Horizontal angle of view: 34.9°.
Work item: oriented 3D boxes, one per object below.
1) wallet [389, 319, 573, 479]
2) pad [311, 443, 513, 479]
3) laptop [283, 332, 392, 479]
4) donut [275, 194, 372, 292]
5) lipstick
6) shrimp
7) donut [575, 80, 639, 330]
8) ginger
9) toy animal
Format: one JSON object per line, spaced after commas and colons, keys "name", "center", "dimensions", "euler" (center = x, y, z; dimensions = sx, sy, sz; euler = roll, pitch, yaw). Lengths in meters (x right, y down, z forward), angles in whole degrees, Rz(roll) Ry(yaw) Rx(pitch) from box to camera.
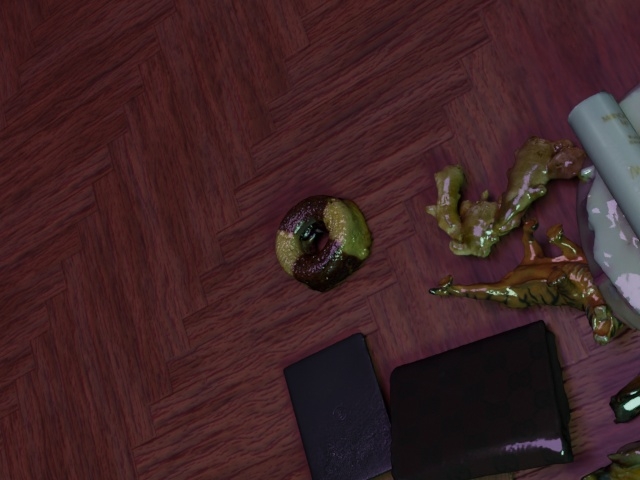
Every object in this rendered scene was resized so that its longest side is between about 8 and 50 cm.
{"name": "wallet", "center": [0.190, 0.209, 1.260], "dimensions": [0.229, 0.049, 0.182], "euler": [-19, 54, 25]}
{"name": "pad", "center": [0.123, 0.398, 1.288], "dimensions": [0.284, 0.018, 0.286], "euler": [-15, 73, 26]}
{"name": "laptop", "center": [0.029, 0.234, 1.368], "dimensions": [0.135, 0.016, 0.197], "euler": [-27, 60, 20]}
{"name": "donut", "center": [0.000, 0.000, 1.429], "dimensions": [0.140, 0.059, 0.140], "euler": [-10, 71, 29]}
{"name": "lipstick", "center": [0.344, -0.039, 1.069], "dimensions": [0.059, 0.059, 0.264], "euler": [-34, 62, 20]}
{"name": "shrimp", "center": [0.394, 0.201, 1.150], "dimensions": [0.254, 0.059, 0.145], "euler": [-18, 67, 25]}
{"name": "donut", "center": [0.469, -0.039, 1.112], "dimensions": [0.383, 0.142, 0.382], "euler": [-8, 74, 29]}
{"name": "ginger", "center": [0.235, -0.057, 1.309], "dimensions": [0.193, 0.052, 0.176], "euler": [14, 88, 35]}
{"name": "toy animal", "center": [0.249, 0.053, 1.260], "dimensions": [0.255, 0.116, 0.114], "euler": [-3, 43, 46]}
